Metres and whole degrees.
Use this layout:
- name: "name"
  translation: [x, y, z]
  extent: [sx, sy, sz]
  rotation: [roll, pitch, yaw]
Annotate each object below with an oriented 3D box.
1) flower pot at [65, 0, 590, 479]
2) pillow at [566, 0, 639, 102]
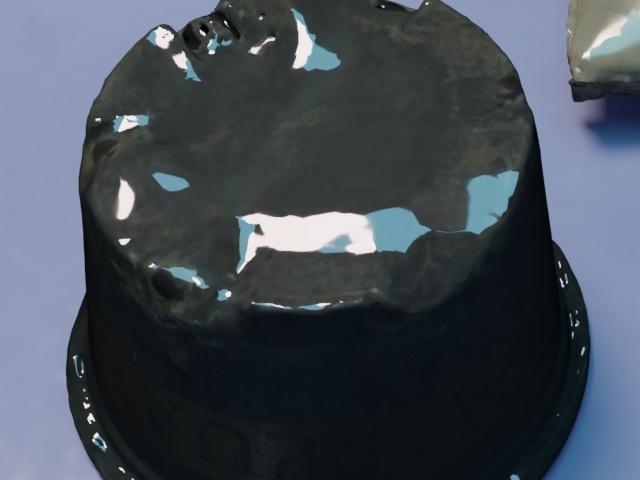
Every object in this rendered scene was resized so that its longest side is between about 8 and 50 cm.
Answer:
- name: "flower pot"
  translation: [0.000, 0.000, 0.466]
  extent: [0.157, 0.107, 0.157]
  rotation: [-1, 51, 2]
- name: "pillow"
  translation: [0.145, -0.127, 0.585]
  extent: [0.119, 0.053, 0.208]
  rotation: [1, 56, 8]
